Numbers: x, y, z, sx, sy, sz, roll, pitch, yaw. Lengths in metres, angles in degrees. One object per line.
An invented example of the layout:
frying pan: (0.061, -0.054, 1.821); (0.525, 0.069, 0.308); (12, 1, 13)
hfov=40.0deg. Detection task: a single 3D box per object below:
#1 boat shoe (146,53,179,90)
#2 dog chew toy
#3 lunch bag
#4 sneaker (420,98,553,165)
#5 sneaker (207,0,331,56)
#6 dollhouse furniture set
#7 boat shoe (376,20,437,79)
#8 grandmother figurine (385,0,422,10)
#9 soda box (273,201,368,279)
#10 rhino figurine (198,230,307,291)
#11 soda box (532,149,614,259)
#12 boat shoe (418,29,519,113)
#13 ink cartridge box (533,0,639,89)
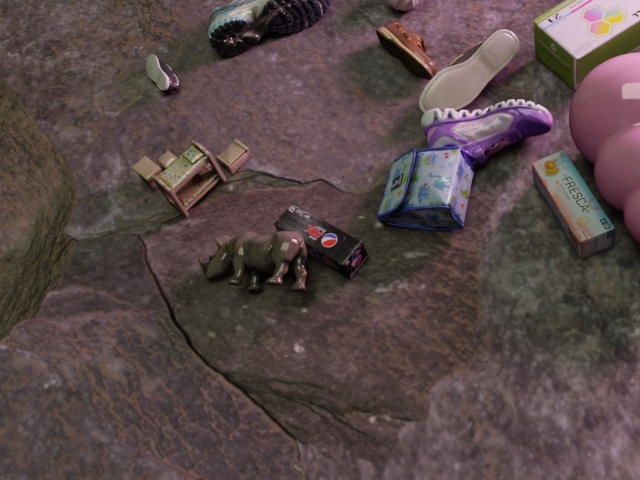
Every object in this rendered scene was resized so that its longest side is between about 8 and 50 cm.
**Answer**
boat shoe: (-0.345, -0.367, 1.927); (0.125, 0.038, 0.046); (50, 124, 41)
dog chew toy: (0.524, -0.134, 1.404); (0.206, 0.206, 0.332); (-14, 63, 9)
lunch bag: (0.180, -0.091, 1.548); (0.151, 0.096, 0.129); (-1, 59, 34)
sneaker: (0.295, -0.183, 1.574); (0.236, 0.095, 0.104); (-5, 63, 21)
sneaker: (-0.117, -0.511, 1.907); (0.283, 0.110, 0.122); (-19, 51, 5)
dollhouse furniture set: (-0.264, -0.172, 1.733); (0.182, 0.101, 0.161); (-45, 56, -13)
boat shoe: (0.180, -0.385, 1.753); (0.060, 0.064, 0.178); (-36, 52, -4)
grandmother figurine: (0.239, -0.628, 1.877); (0.208, 0.104, 0.342); (22, 70, 24)
soda box: (0.000, 0.000, 1.565); (0.169, 0.053, 0.060); (30, 71, 32)
rhino figurine: (-0.124, 0.034, 1.566); (0.243, 0.073, 0.106); (-1, 70, 35)
soda box: (0.419, -0.062, 1.468); (0.063, 0.058, 0.183); (-23, 55, 3)
boat shoe: (0.278, -0.310, 1.673); (0.228, 0.068, 0.081); (-38, 94, -4)
ink cartridge box: (0.539, -0.345, 1.592); (0.189, 0.097, 0.255); (-32, 53, -4)
